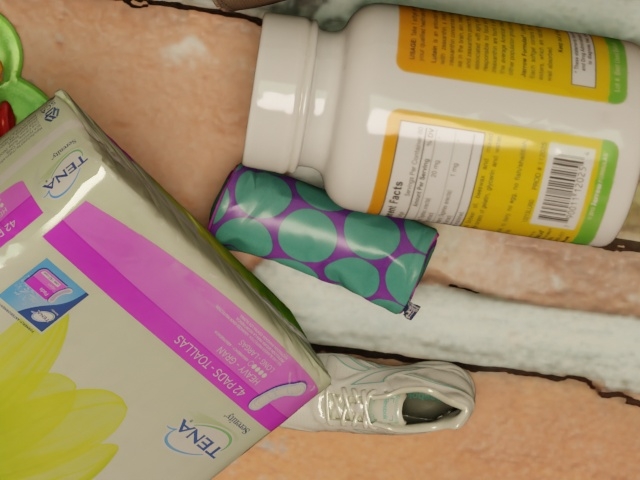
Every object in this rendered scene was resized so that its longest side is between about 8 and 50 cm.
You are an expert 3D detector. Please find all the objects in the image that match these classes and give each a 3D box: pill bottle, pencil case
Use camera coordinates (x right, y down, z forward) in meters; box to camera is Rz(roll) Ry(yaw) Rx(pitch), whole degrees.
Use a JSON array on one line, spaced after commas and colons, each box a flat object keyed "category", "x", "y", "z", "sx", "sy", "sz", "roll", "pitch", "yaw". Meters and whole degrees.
[{"category": "pill bottle", "x": 0.077, "y": -0.079, "z": 1.233, "sx": 0.246, "sy": 0.136, "sz": 0.136, "roll": 9, "pitch": 98, "yaw": -3}, {"category": "pencil case", "x": 0.000, "y": 0.000, "z": 1.279, "sx": 0.152, "sy": 0.064, "sz": 0.070, "roll": 20, "pitch": 126, "yaw": -4}]

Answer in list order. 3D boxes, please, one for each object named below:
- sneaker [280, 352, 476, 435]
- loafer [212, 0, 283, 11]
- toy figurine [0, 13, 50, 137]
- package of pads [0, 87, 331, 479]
[{"category": "sneaker", "x": 0.032, "y": 0.107, "z": 1.300, "sx": 0.152, "sy": 0.061, "sz": 0.053, "roll": -2, "pitch": 101, "yaw": 0}, {"category": "loafer", "x": -0.027, "y": -0.217, "z": 1.231, "sx": 0.366, "sy": 0.133, "sz": 0.130, "roll": 9, "pitch": 133, "yaw": -4}, {"category": "toy figurine", "x": -0.229, "y": -0.063, "z": 1.215, "sx": 0.130, "sy": 0.159, "sz": 0.173, "roll": -3, "pitch": 98, "yaw": -1}, {"category": "package of pads", "x": -0.157, "y": 0.074, "z": 1.194, "sx": 0.229, "sy": 0.101, "sz": 0.296, "roll": -39, "pitch": 138, "yaw": 5}]
